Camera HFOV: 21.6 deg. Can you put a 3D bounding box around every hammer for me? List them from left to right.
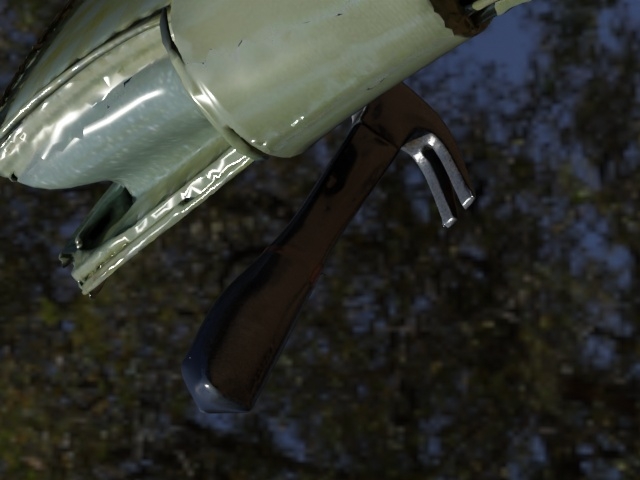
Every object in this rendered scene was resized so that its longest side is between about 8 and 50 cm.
[{"bbox_3d":[0.000,0.000,0.989,0.137,0.037,0.290,35,-133,-4],"label":"hammer"}]

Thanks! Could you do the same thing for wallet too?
[{"bbox_3d":[0.038,-0.115,0.501,0.077,0.309,0.223,48,-136,-15],"label":"wallet"}]
